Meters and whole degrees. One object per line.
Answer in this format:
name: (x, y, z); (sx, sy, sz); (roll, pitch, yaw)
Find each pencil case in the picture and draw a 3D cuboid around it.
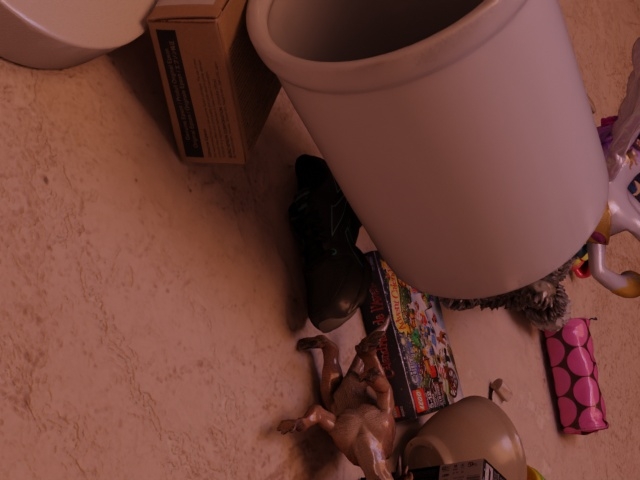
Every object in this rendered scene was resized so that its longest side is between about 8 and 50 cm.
pencil case: (0.454, 0.239, 2.170); (0.098, 0.095, 0.209); (39, 43, -66)

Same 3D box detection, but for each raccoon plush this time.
raccoon plush: (0.335, 0.075, 1.912); (0.446, 0.216, 0.299); (49, 34, -34)

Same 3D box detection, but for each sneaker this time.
sneaker: (0.474, 0.005, 2.330); (0.208, 0.081, 0.094); (36, 48, -46)
sneaker: (0.000, 0.000, 1.560); (0.106, 0.101, 0.267); (37, 36, -30)

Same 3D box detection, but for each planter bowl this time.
planter bowl: (0.180, 0.298, 1.642); (0.109, 0.162, 0.162); (-10, 83, -32)

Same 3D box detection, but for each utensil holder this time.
utensil holder: (0.140, -0.164, 1.414); (0.328, 0.327, 0.385); (-77, 149, -41)

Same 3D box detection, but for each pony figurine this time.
pony figurine: (0.403, -0.103, 1.724); (0.363, 0.302, 0.351); (33, 54, -26)

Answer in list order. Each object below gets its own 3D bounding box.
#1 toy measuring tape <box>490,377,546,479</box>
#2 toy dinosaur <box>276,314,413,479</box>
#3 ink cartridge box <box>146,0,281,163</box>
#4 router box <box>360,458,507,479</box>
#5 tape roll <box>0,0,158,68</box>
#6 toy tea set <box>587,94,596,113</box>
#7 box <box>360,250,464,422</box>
toy measuring tape: (0.297, 0.339, 1.831); (0.121, 0.121, 0.330); (50, 37, -34)
toy dinosaur: (0.053, 0.228, 1.492); (0.296, 0.127, 0.200); (-82, 150, -56)
ink cartridge box: (-0.108, -0.233, 1.427); (0.235, 0.088, 0.193); (-70, 157, -47)
router box: (0.155, 0.331, 1.537); (0.133, 0.178, 0.046); (46, 42, -39)
tape roll: (-0.305, -0.367, 1.253); (0.392, 0.072, 0.392); (33, 49, -47)
toy tea set: (0.422, -0.303, 2.413); (0.336, 0.124, 0.200); (43, 11, -35)
box: (0.123, 0.128, 1.723); (0.159, 0.044, 0.233); (-4, 78, -60)
